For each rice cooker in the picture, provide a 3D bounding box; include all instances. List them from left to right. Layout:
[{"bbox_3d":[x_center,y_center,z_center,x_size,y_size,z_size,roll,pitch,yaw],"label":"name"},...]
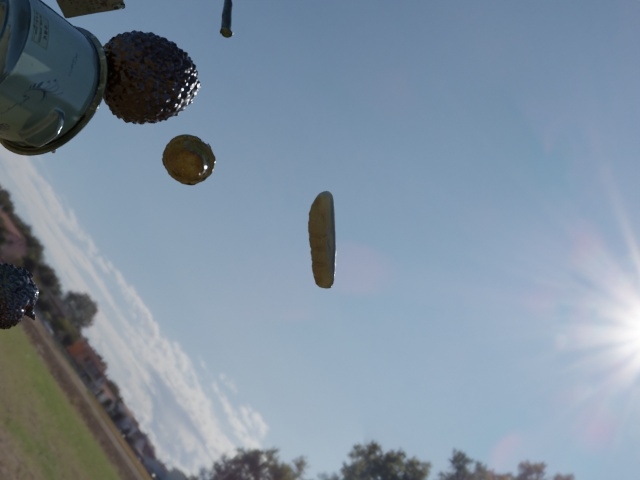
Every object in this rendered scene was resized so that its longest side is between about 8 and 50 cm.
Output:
[{"bbox_3d":[-0.528,-0.299,1.099,0.317,0.264,0.317,56,10,-16],"label":"rice cooker"}]

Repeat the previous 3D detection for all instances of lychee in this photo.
[{"bbox_3d":[-0.363,0.065,0.736,0.083,0.068,0.067,54,14,-17],"label":"lychee"},{"bbox_3d":[-0.359,-0.322,1.264,0.200,0.238,0.200,175,-90,-71],"label":"lychee"}]

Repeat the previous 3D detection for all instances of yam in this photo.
[{"bbox_3d":[-0.225,-0.544,1.551,0.027,0.033,0.130,119,-23,-52],"label":"yam"}]

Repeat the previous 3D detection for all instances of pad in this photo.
[{"bbox_3d":[-0.583,-0.645,1.532,0.265,0.159,0.009,88,-12,-63],"label":"pad"}]

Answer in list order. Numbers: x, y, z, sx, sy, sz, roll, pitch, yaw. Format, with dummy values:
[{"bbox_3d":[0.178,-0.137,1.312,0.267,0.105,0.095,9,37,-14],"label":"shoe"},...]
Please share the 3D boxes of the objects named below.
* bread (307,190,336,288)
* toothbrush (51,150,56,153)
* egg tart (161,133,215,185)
[{"bbox_3d":[0.001,0.001,1.368,0.073,0.053,0.214,-154,-120,-68],"label":"bread"},{"bbox_3d":[-0.606,-0.243,1.456,0.193,0.013,0.019,147,-60,-60],"label":"toothbrush"},{"bbox_3d":[-0.315,-0.186,1.516,0.049,0.128,0.129,-102,171,-63],"label":"egg tart"}]
